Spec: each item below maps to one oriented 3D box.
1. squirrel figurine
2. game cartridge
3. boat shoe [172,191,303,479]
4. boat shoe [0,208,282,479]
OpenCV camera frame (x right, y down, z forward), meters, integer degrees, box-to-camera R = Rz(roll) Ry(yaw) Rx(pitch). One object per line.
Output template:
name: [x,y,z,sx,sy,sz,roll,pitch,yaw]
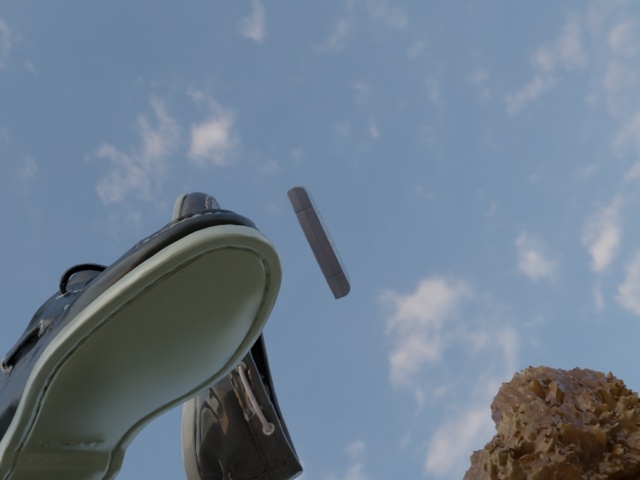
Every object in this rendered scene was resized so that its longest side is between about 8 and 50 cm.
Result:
squirrel figurine: [0.366,0.296,1.056,0.370,0.281,0.397,-38,-100,-23]
game cartridge: [0.000,0.000,0.656,0.017,0.056,0.083,-25,-88,7]
boat shoe: [-0.078,0.087,0.887,0.095,0.335,0.112,-15,-36,9]
boat shoe: [-0.148,0.073,0.637,0.127,0.113,0.340,8,-45,-33]
